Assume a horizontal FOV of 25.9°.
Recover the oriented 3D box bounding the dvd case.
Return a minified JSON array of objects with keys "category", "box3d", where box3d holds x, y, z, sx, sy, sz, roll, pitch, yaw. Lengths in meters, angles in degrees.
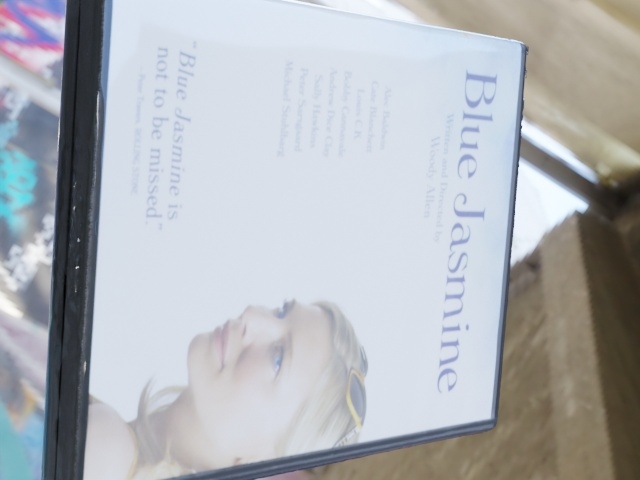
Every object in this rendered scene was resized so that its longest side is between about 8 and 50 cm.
[{"category":"dvd case","box3d":[0.000,0.000,0.547,0.022,0.253,0.180,7,-85,40]}]
